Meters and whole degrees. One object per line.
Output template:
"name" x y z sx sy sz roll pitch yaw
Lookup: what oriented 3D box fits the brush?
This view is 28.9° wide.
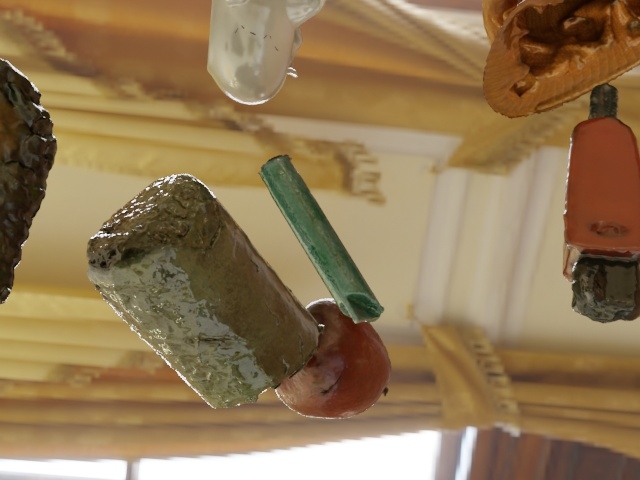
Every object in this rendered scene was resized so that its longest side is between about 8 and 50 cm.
"brush" 0.242 -0.038 1.050 0.323 0.070 0.051 -73 -16 -50

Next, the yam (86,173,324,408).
"yam" -0.150 0.069 1.579 0.300 0.195 0.195 50 -161 -25

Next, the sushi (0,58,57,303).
"sushi" -0.451 -0.047 1.291 0.178 0.294 0.351 -32 36 46

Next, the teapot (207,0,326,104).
"teapot" -0.071 -0.283 1.613 0.300 0.166 0.208 157 130 -72

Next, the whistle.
"whistle" 0.000 0.000 1.194 0.186 0.039 0.039 58 161 21

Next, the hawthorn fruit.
"hawthorn fruit" 0.021 0.189 1.860 0.185 0.202 0.185 -38 36 35

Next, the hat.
"hat" 0.232 -0.296 1.301 0.244 0.234 0.233 -57 47 43
